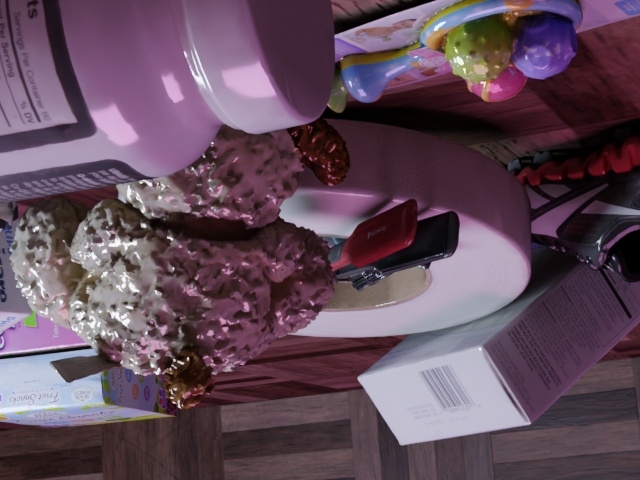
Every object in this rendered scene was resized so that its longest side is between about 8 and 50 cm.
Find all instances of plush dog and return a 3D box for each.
[{"bbox_3d":[-0.097,-0.017,1.126,0.262,0.225,0.210,5,-161,-10],"label":"plush dog"}]

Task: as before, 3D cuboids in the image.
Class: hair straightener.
[{"bbox_3d":[0.052,0.023,1.288,0.089,0.047,0.230,14,155,-26],"label":"hair straightener"}]

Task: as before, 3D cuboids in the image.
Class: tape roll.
[{"bbox_3d":[0.000,0.000,1.401,0.392,0.072,0.392,2,159,1],"label":"tape roll"}]

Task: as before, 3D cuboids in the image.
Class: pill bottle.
[{"bbox_3d":[-0.144,-0.104,0.788,0.278,0.162,0.162,-8,168,18],"label":"pill bottle"}]

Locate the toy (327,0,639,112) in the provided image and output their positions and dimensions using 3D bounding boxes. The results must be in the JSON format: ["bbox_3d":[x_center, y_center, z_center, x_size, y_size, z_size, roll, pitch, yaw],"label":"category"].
[{"bbox_3d":[0.108,-0.127,1.042,0.237,0.056,0.137,-10,169,28],"label":"toy"}]

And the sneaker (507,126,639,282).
[{"bbox_3d":[0.251,-0.021,1.428,0.098,0.135,0.276,3,168,-40],"label":"sneaker"}]

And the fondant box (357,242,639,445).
[{"bbox_3d":[0.228,0.075,1.581,0.330,0.096,0.238,-36,-173,-31],"label":"fondant box"}]

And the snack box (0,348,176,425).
[{"bbox_3d":[-0.287,0.175,1.761,0.174,0.070,0.207,-8,167,17],"label":"snack box"}]

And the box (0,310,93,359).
[{"bbox_3d":[-0.267,0.082,1.786,0.243,0.117,0.213,-9,168,16],"label":"box"}]

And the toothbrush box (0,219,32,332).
[{"bbox_3d":[-0.456,0.040,1.416,0.295,0.126,0.216,6,155,-45],"label":"toothbrush box"}]

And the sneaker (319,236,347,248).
[{"bbox_3d":[-0.025,0.027,1.704,0.065,0.076,0.166,3,166,-38],"label":"sneaker"}]

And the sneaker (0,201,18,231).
[{"bbox_3d":[-0.281,-0.054,1.222,0.080,0.081,0.211,-2,-174,-19],"label":"sneaker"}]
